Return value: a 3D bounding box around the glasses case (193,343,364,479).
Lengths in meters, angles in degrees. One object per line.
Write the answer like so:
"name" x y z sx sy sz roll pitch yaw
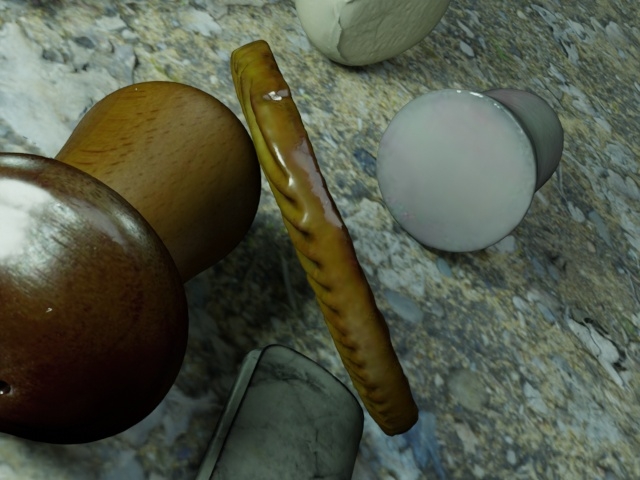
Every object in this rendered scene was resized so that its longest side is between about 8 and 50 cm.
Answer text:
"glasses case" -0.043 0.203 0.619 0.114 0.060 0.299 38 36 -14

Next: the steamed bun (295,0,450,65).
"steamed bun" 0.059 -0.310 1.140 0.228 0.177 0.131 -16 56 -47

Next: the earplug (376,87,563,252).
"earplug" 0.203 -0.104 1.090 0.172 0.172 0.301 48 30 9

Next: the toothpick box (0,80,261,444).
"toothpick box" -0.149 0.002 0.634 0.192 0.192 0.294 38 30 -5

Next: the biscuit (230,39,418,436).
"biscuit" 0.000 0.000 0.719 0.318 0.040 0.318 158 -90 -89
